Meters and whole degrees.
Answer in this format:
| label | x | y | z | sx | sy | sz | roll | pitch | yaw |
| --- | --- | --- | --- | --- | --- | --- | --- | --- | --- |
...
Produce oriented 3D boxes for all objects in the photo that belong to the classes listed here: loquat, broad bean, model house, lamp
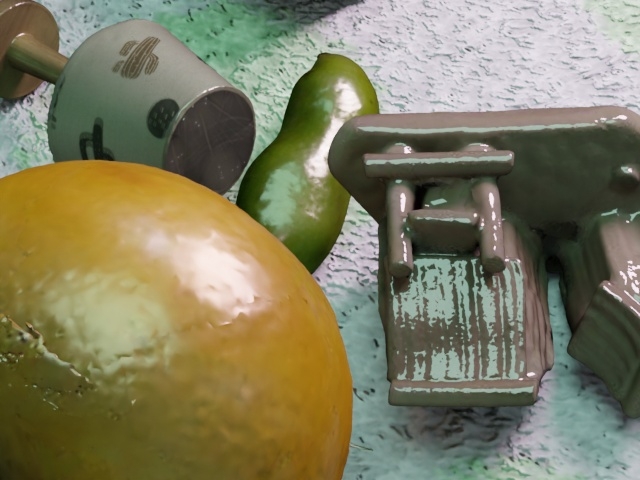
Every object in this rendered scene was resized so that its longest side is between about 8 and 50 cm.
| label | x | y | z | sx | sy | sz | roll | pitch | yaw |
| --- | --- | --- | --- | --- | --- | --- | --- | --- | --- |
| loquat | -0.114 | 0.086 | 0.967 | 0.263 | 0.263 | 0.263 | -1 | 49 | 1 |
| broad bean | -0.011 | -0.001 | 1.178 | 0.098 | 0.056 | 0.318 | 5 | 55 | -3 |
| model house | 0.119 | 0.023 | 1.110 | 0.229 | 0.122 | 0.188 | 1 | 52 | -2 |
| lamp | -0.145 | -0.095 | 1.220 | 0.214 | 0.121 | 0.121 | 27 | 54 | 35 |
